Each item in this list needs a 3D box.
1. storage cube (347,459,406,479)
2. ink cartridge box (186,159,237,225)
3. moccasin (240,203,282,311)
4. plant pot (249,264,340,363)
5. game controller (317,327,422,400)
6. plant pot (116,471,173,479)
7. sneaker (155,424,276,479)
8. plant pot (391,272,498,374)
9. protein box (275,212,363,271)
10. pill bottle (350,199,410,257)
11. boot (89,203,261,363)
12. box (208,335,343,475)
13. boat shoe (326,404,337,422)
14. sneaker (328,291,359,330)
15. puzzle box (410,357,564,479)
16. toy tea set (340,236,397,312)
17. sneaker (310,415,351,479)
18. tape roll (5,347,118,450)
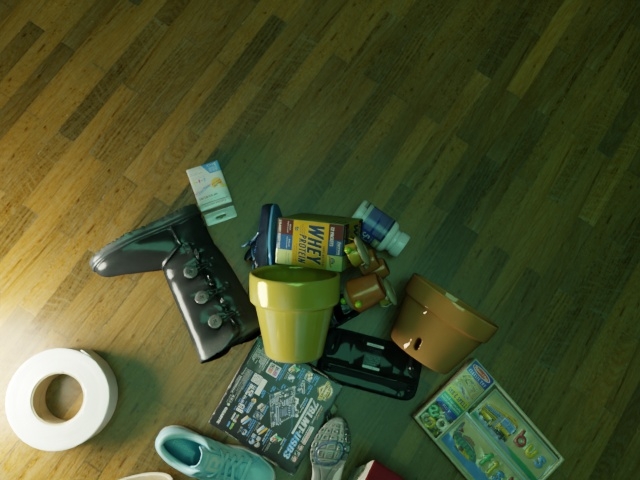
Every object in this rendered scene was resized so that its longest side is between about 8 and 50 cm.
[{"bbox_3d":[0.161,0.760,1.592,0.193,0.183,0.215,34,59,2],"label":"storage cube"},{"bbox_3d":[-0.341,-0.148,1.796,0.105,0.061,0.181,-20,83,-8],"label":"ink cartridge box"},{"bbox_3d":[-0.185,0.054,1.736,0.117,0.138,0.341,0,80,20],"label":"moccasin"},{"bbox_3d":[-0.073,0.203,1.590,0.254,0.254,0.238,1,99,-5],"label":"plant pot"},{"bbox_3d":[0.155,0.380,1.755,0.320,0.067,0.166,16,65,-3],"label":"game controller"},{"bbox_3d":[-0.514,0.839,1.497,0.334,0.334,0.305,-15,92,-7],"label":"plant pot"},{"bbox_3d":[-0.303,0.638,1.614,0.366,0.150,0.135,19,80,-2],"label":"sneaker"},{"bbox_3d":[0.348,0.258,1.690,0.291,0.291,0.203,32,95,1],"label":"plant pot"},{"bbox_3d":[0.000,0.000,1.686,0.201,0.200,0.135,7,99,19],"label":"protein box"},{"bbox_3d":[0.183,-0.032,1.796,0.187,0.112,0.112,35,79,2],"label":"pill bottle"},{"bbox_3d":[-0.423,0.163,1.682,0.367,0.146,0.445,-29,83,-5],"label":"boot"},{"bbox_3d":[-0.128,0.478,1.671,0.294,0.073,0.295,29,84,6],"label":"box"},{"bbox_3d":[0.030,0.502,1.722,0.043,0.049,0.136,-9,76,-9],"label":"boat shoe"},{"bbox_3d":[-0.001,0.232,1.719,0.284,0.124,0.107,-26,94,-8],"label":"sneaker"},{"bbox_3d":[0.513,0.603,1.743,0.272,0.052,0.409,-41,85,-11],"label":"puzzle box"},{"bbox_3d":[0.125,0.119,1.659,0.124,0.336,0.199,-25,70,13],"label":"toy tea set"},{"bbox_3d":[0.019,0.654,1.648,0.111,0.129,0.296,14,85,8],"label":"sneaker"},{"bbox_3d":[-0.737,0.449,1.635,0.287,0.100,0.285,1,80,-4],"label":"tape roll"}]
